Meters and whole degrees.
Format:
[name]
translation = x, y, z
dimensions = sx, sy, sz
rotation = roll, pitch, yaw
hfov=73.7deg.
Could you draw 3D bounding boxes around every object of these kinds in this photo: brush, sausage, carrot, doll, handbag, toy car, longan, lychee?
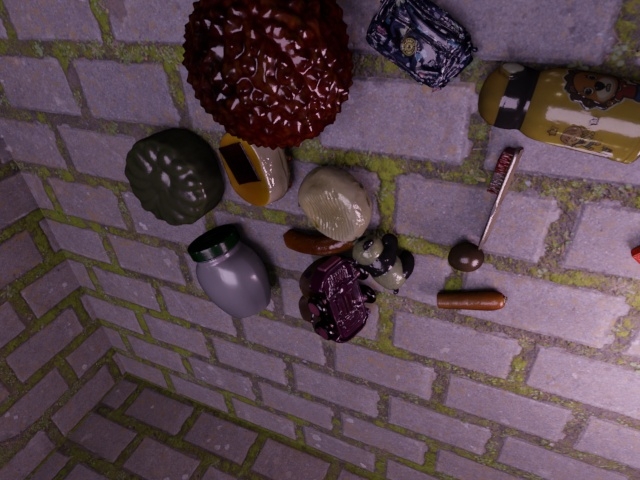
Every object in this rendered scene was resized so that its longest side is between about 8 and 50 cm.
[brush]
translation = 0.485, -0.113, 1.194
dimensions = 0.050, 0.060, 0.320
rotation = 27, 134, 26
[sausage]
translation = 0.000, 0.005, 1.527
dimensions = 0.302, 0.102, 0.076
rotation = 1, 158, 30
[carrot]
translation = 0.504, 0.201, 1.423
dimensions = 0.225, 0.067, 0.067
rotation = -4, 122, 33
[doll]
translation = 0.205, 0.065, 1.427
dimensions = 0.144, 0.135, 0.234
rotation = -28, 114, 40
[handbag]
translation = 0.234, -0.481, 1.011
dimensions = 0.260, 0.113, 0.162
rotation = 42, 127, 4
[toy car]
translation = 0.031, 0.203, 1.586
dimensions = 0.240, 0.271, 0.340
rotation = 16, 131, 45
[longan]
translation = 0.450, 0.054, 1.321
dimensions = 0.114, 0.092, 0.113
rotation = -2, 164, -1
[lychee]
translation = -0.118, -0.436, 1.050
dimensions = 0.425, 0.500, 0.424
rotation = 0, 95, -5

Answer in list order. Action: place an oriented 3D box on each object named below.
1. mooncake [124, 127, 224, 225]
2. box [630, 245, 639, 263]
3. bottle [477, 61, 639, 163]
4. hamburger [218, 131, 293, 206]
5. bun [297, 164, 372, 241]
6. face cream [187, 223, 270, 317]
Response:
[mooncake]
translation = -0.543, -0.229, 1.586
dimensions = 0.357, 0.194, 0.356
rotation = 16, 132, 18
[box]
translation = 0.936, 0.015, 1.055
dimensions = 0.139, 0.035, 0.245
rotation = 41, 133, -5
[bottle]
translation = 0.532, -0.293, 0.946
dimensions = 0.351, 0.171, 0.171
rotation = 18, 131, 16
[hamburger]
translation = -0.210, -0.258, 1.411
dimensions = 0.227, 0.151, 0.295
rotation = 10, 133, 30
[bun]
translation = 0.054, -0.131, 1.355
dimensions = 0.259, 0.160, 0.259
rotation = 28, 148, 19
[face cream]
translation = -0.368, 0.135, 1.751
dimensions = 0.313, 0.219, 0.356
rotation = -6, 120, 33
